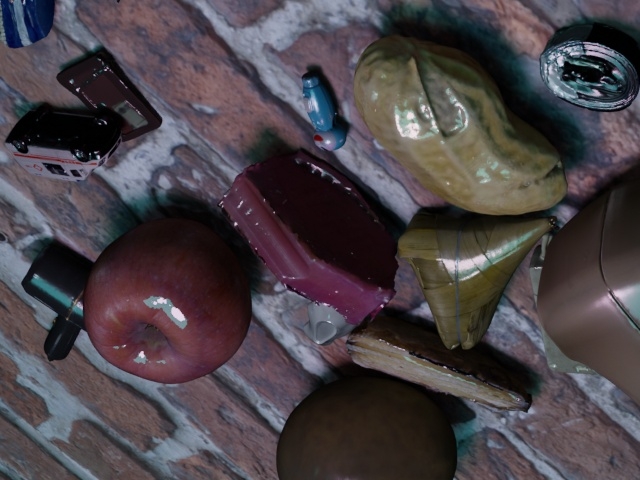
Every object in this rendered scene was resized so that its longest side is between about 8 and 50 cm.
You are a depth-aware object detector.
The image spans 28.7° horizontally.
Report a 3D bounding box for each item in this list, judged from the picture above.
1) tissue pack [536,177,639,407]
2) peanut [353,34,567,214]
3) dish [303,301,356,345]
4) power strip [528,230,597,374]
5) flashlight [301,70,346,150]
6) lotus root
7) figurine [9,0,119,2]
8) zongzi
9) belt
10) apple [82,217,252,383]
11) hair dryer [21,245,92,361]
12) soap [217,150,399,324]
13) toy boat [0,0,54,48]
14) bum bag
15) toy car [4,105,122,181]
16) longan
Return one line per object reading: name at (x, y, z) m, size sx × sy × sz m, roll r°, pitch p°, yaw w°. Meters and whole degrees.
tissue pack at (0.511, 0.099, 1.706) m, size 0.387 × 0.267 × 0.277 m, roll 41°, pitch 134°, yaw -15°
peanut at (0.186, -0.150, 1.707) m, size 0.174 × 0.158 × 0.340 m, roll -40°, pitch 116°, yaw 14°
dish at (0.009, 0.151, 2.167) m, size 0.091 × 0.039 × 0.137 m, roll 30°, pitch 136°, yaw -5°
power strip at (0.379, 0.092, 1.922) m, size 0.093 × 0.053 × 0.288 m, roll 3°, pitch 133°, yaw 24°
flashlight at (0.003, -0.189, 1.833) m, size 0.051 × 0.051 × 0.129 m, roll -1°, pitch 125°, yaw 27°
lotus root at (0.207, 0.202, 2.105) m, size 0.329 × 0.078 × 0.167 m, roll 20°, pitch 160°, yaw 4°
figurine at (-0.388, -0.404, 1.726) m, size 0.260 × 0.205 × 0.103 m, roll 32°, pitch 161°, yaw -11°
zongzi at (0.269, 0.057, 1.900) m, size 0.256 × 0.115 × 0.228 m, roll -8°, pitch 125°, yaw 27°
belt at (0.353, -0.223, 1.618) m, size 0.140 × 0.058 × 0.105 m, roll 16°, pitch 134°, yaw 12°
apple at (-0.252, 0.098, 2.098) m, size 0.305 × 0.235 × 0.306 m, roll 11°, pitch 135°, yaw 11°
hair dryer at (-0.496, 0.151, 2.376) m, size 0.189 × 0.107 × 0.352 m, roll 34°, pitch 143°, yaw -5°
soap at (0.000, 0.000, 1.909) m, size 0.289 × 0.182 × 0.112 m, roll 52°, pitch 137°, yaw 8°
toy boat at (-0.520, -0.380, 1.881) m, size 0.291 × 0.070 × 0.210 m, roll 1°, pitch 127°, yaw 30°
bum bag at (-0.330, -0.225, 1.974) m, size 0.109 × 0.026 × 0.159 m, roll -16°, pitch 129°, yaw 37°
toy car at (-0.403, -0.148, 2.020) m, size 0.209 × 0.089 × 0.108 m, roll 8°, pitch 140°, yaw 29°
longan at (0.078, 0.385, 2.189) m, size 0.319 × 0.319 × 0.319 m, roll 13°, pitch 136°, yaw 13°
